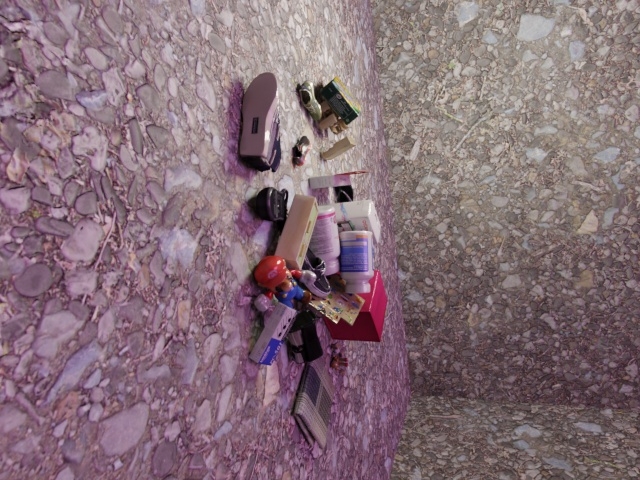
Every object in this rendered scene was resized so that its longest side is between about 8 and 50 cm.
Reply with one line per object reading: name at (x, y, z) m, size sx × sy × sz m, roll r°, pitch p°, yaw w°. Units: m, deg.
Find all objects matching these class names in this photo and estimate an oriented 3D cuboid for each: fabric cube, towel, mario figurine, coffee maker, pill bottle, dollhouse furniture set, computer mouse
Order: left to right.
computer mouse at (-0.179, -0.118, 1.554) m, size 0.272 × 0.072 × 0.188 m, roll 24°, pitch 66°, yaw -78°
mario figurine at (-0.119, 0.178, 1.508) m, size 0.320 × 0.170 × 0.197 m, roll 60°, pitch 31°, yaw -53°
coffee maker at (-0.046, 0.375, 1.663) m, size 0.120 × 0.172 × 0.178 m, roll -90°, pitch 168°, yaw -60°
towel at (-0.024, 0.692, 1.855) m, size 0.312 × 0.056 × 0.324 m, roll -74°, pitch 149°, yaw -48°
pill bottle at (0.000, 0.000, 1.855) m, size 0.160 × 0.161 × 0.282 m, roll -41°, pitch 126°, yaw -64°
dollhouse furniture set at (0.045, -0.552, 2.165) m, size 0.241 × 0.161 × 0.212 m, roll 64°, pitch 21°, yaw 3°
fabric cube at (0.173, 0.322, 2.120) m, size 0.258 × 0.260 × 0.254 m, roll -71°, pitch 151°, yaw -42°
pill bottle at (0.160, 0.097, 1.904) m, size 0.152 × 0.153 × 0.271 m, roll 9°, pitch 80°, yaw -69°

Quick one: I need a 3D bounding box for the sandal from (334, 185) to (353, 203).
sandal at (0.137, -0.217, 2.336) m, size 0.054 × 0.097 × 0.254 m, roll -61°, pitch 142°, yaw -54°

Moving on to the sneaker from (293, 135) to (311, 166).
sneaker at (-0.083, -0.400, 1.853) m, size 0.065 × 0.061 × 0.157 m, roll 45°, pitch 45°, yaw -51°

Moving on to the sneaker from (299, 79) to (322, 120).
sneaker at (-0.054, -0.630, 1.969) m, size 0.086 × 0.065 × 0.192 m, roll -60°, pitch 141°, yaw -43°

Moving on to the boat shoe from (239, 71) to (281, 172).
boat shoe at (-0.195, -0.401, 1.501) m, size 0.158 × 0.127 × 0.339 m, roll 44°, pitch 54°, yaw -69°

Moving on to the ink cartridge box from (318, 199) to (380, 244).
ink cartridge box at (0.128, -0.075, 2.037) m, size 0.201 × 0.279 × 0.117 m, roll 64°, pitch 30°, yaw -45°

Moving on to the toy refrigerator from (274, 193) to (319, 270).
toy refrigerator at (-0.082, -0.031, 1.610) m, size 0.102 × 0.095 × 0.269 m, roll 74°, pitch 30°, yaw -63°

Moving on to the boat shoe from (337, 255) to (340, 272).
boat shoe at (0.091, 0.073, 2.020) m, size 0.302 × 0.114 × 0.091 m, roll 52°, pitch -3°, yaw -15°

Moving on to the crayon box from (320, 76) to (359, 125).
crayon box at (0.106, -0.715, 2.163) m, size 0.203 × 0.083 × 0.322 m, roll 47°, pitch 21°, yaw -16°

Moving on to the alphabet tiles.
alphabet tiles at (0.051, 0.232, 1.870) m, size 0.011 × 0.285 × 0.342 m, roll -57°, pitch 174°, yaw 27°

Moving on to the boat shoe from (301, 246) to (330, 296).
boat shoe at (-0.028, 0.113, 1.738) m, size 0.301 × 0.102 × 0.108 m, roll 54°, pitch 26°, yaw -27°

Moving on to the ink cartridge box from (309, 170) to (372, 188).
ink cartridge box at (0.105, -0.294, 2.067) m, size 0.275 × 0.239 × 0.060 m, roll -23°, pitch 108°, yaw -68°

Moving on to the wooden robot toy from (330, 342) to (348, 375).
wooden robot toy at (0.085, 0.600, 2.114) m, size 0.079 × 0.077 × 0.173 m, roll -17°, pitch 102°, yaw -57°

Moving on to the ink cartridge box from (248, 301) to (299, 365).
ink cartridge box at (-0.155, 0.318, 1.449) m, size 0.206 × 0.046 × 0.097 m, roll -62°, pitch 152°, yaw -9°
